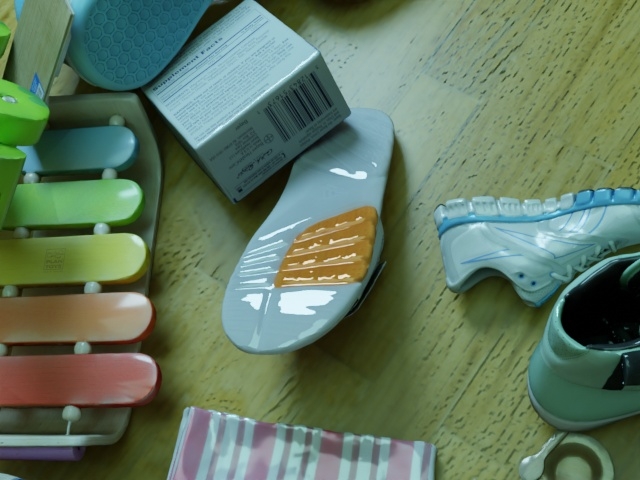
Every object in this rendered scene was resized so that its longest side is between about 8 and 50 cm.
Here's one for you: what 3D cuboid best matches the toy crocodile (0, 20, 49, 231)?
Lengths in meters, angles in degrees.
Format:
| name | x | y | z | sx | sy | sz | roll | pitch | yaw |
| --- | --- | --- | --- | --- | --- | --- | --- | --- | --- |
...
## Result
| name | x | y | z | sx | sy | sz | roll | pitch | yaw |
| --- | --- | --- | --- | --- | --- | --- | --- | --- | --- |
| toy crocodile | -0.301 | -0.107 | 0.855 | 0.115 | 0.105 | 0.340 | -60 | 41 | 21 |

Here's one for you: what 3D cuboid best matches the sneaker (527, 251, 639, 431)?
| name | x | y | z | sx | sy | sz | roll | pitch | yaw |
| --- | --- | --- | --- | --- | --- | --- | --- | --- | --- |
| sneaker | 0.266 | 0.047 | 0.712 | 0.256 | 0.151 | 0.094 | -20 | 62 | -4 |

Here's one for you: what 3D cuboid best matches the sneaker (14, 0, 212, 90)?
| name | x | y | z | sx | sy | sz | roll | pitch | yaw |
| --- | --- | --- | --- | --- | --- | --- | --- | --- | --- |
| sneaker | -0.154 | -0.280 | 0.964 | 0.208 | 0.127 | 0.319 | 21 | 65 | 48 |

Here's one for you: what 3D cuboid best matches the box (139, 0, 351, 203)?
| name | x | y | z | sx | sy | sz | roll | pitch | yaw |
| --- | --- | --- | --- | --- | --- | --- | --- | --- | --- |
| box | -0.066 | -0.119 | 0.896 | 0.126 | 0.072 | 0.137 | -38 | 43 | -4 |

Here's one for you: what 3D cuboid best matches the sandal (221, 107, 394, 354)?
| name | x | y | z | sx | sy | sz | roll | pitch | yaw |
| --- | --- | --- | --- | --- | --- | --- | --- | --- | --- |
| sandal | 0.010 | 0.000 | 0.851 | 0.102 | 0.076 | 0.265 | 6 | 47 | 21 |

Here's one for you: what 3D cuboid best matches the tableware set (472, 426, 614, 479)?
| name | x | y | z | sx | sy | sz | roll | pitch | yaw |
| --- | --- | --- | --- | --- | --- | --- | --- | --- | --- |
| tableware set | 0.177 | 0.212 | 0.740 | 0.141 | 0.020 | 0.169 | -44 | 64 | -7 |

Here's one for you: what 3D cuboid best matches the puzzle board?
| name | x | y | z | sx | sy | sz | roll | pitch | yaw |
| --- | --- | --- | --- | --- | --- | --- | --- | --- | --- |
| puzzle board | -0.229 | -0.155 | 0.873 | 0.096 | 0.011 | 0.128 | 58 | 134 | 38 |

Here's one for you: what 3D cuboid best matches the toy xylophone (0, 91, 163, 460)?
| name | x | y | z | sx | sy | sz | roll | pitch | yaw |
| --- | --- | --- | --- | --- | --- | --- | --- | --- | --- |
| toy xylophone | -0.237 | 0.034 | 0.889 | 0.236 | 0.081 | 0.322 | -10 | 65 | 10 |

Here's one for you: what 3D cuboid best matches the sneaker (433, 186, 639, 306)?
| name | x | y | z | sx | sy | sz | roll | pitch | yaw |
| --- | --- | --- | --- | --- | --- | --- | --- | --- | --- |
| sneaker | 0.181 | 0.009 | 0.809 | 0.191 | 0.071 | 0.082 | -6 | 72 | 21 |

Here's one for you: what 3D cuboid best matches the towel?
| name | x | y | z | sx | sy | sz | roll | pitch | yaw |
| --- | --- | --- | --- | --- | --- | --- | --- | --- | --- |
| towel | -0.022 | 0.198 | 0.771 | 0.197 | 0.029 | 0.144 | 6 | 59 | 12 |

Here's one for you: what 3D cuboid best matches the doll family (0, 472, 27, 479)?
| name | x | y | z | sx | sy | sz | roll | pitch | yaw |
| --- | --- | --- | --- | --- | --- | --- | --- | --- | --- |
| doll family | -0.265 | 0.268 | 0.781 | 0.163 | 0.118 | 0.263 | 3 | 81 | 28 |
